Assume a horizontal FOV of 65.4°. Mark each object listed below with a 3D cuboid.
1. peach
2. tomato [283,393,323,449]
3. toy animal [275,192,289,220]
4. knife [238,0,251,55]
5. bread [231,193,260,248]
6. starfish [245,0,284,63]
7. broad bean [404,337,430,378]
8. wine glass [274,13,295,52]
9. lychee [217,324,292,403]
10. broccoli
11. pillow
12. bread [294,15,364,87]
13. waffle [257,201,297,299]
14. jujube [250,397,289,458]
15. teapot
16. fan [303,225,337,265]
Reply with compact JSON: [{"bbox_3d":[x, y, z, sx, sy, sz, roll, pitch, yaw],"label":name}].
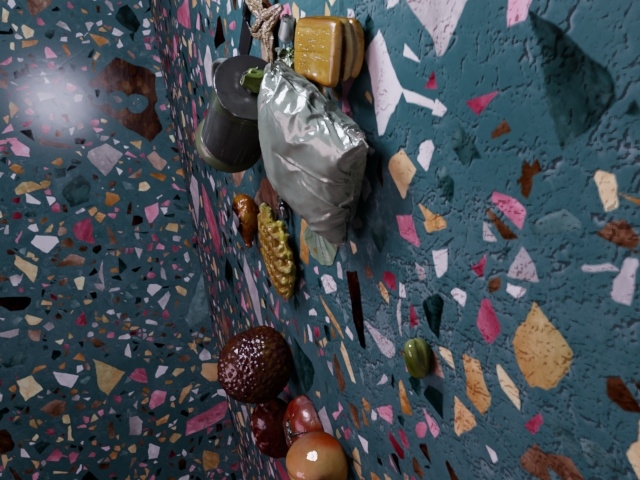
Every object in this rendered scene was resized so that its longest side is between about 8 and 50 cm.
[{"bbox_3d":[-0.007,0.627,1.384,0.184,0.184,0.184,168,90,-68],"label":"peach"},{"bbox_3d":[-0.068,0.626,1.631,0.228,0.101,0.227,170,90,-70],"label":"tomato"},{"bbox_3d":[-0.103,-0.116,1.380,0.065,0.047,0.135,-127,26,-56],"label":"toy animal"},{"bbox_3d":[-0.209,-0.600,1.420,0.072,0.019,0.245,67,159,14],"label":"knife"},{"bbox_3d":[-0.256,-0.076,1.734,0.269,0.095,0.139,97,157,-71],"label":"bread"},{"bbox_3d":[-0.140,-0.542,1.238,0.227,0.043,0.240,-130,31,-53],"label":"starfish"},{"bbox_3d":[0.171,0.212,0.888,0.063,0.045,0.083,-126,24,-48],"label":"broad bean"},{"bbox_3d":[-0.081,-0.471,1.136,0.042,0.039,0.083,46,142,33],"label":"wine glass"},{"bbox_3d":[-0.220,0.420,1.692,0.261,0.261,0.260,168,90,-68],"label":"lychee"},{"bbox_3d":[-0.092,-0.335,1.081,0.154,0.160,0.167,-102,32,-51],"label":"broccoli"},{"bbox_3d":[-0.015,-0.155,0.983,0.283,0.138,0.309,46,151,30],"label":"pillow"},{"bbox_3d":[0.011,-0.354,0.927,0.200,0.077,0.115,-135,37,-56],"label":"bread"},{"bbox_3d":[-0.135,0.031,1.506,0.281,0.058,0.300,95,155,-45],"label":"waffle"},{"bbox_3d":[-0.168,0.685,1.829,0.174,0.174,0.250,45,152,54],"label":"jujube"},{"bbox_3d":[-0.228,-0.364,1.344,0.270,0.201,0.337,68,155,8],"label":"teapot"},{"bbox_3d":[0.000,0.000,1.241,0.240,0.009,0.131,-9,96,68],"label":"fan"}]
